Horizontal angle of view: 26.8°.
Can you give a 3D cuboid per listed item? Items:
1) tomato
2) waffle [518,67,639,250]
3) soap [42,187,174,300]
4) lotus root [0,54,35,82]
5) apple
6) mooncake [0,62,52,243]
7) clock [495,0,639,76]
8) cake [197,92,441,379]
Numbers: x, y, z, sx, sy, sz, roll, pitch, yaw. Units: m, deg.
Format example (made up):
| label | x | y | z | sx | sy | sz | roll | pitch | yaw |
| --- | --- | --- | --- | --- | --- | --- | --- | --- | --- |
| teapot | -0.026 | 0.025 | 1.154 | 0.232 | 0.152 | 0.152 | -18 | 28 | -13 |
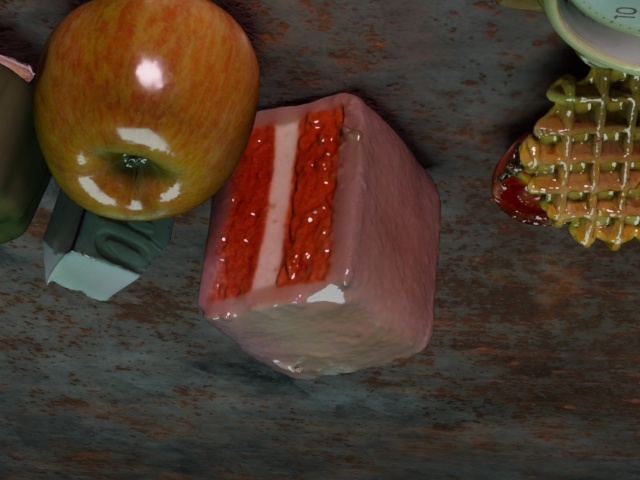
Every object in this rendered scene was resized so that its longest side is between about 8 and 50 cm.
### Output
| label | x | y | z | sx | sy | sz | roll | pitch | yaw |
| --- | --- | --- | --- | --- | --- | --- | --- | --- | --- |
| tomato | 0.288 | -0.091 | 1.666 | 0.139 | 0.091 | 0.159 | 25 | 143 | -21 |
| waffle | 0.358 | -0.108 | 1.542 | 0.253 | 0.056 | 0.249 | -32 | 121 | 12 |
| soap | -0.267 | -0.039 | 1.757 | 0.145 | 0.230 | 0.091 | 24 | 149 | -31 |
| lotus root | -0.399 | -0.210 | 1.670 | 0.083 | 0.037 | 0.030 | 22 | 151 | -24 |
| apple | -0.198 | -0.148 | 1.515 | 0.265 | 0.264 | 0.264 | 6 | 153 | 3 |
| mooncake | -0.500 | -0.117 | 1.672 | 0.351 | 0.187 | 0.351 | 13 | 155 | 6 |
| clock | 0.346 | -0.269 | 1.274 | 0.349 | 0.117 | 0.286 | 6 | 153 | 5 |
| cake | 0.000 | 0.000 | 1.694 | 0.237 | 0.308 | 0.230 | -13 | 149 | 29 |
